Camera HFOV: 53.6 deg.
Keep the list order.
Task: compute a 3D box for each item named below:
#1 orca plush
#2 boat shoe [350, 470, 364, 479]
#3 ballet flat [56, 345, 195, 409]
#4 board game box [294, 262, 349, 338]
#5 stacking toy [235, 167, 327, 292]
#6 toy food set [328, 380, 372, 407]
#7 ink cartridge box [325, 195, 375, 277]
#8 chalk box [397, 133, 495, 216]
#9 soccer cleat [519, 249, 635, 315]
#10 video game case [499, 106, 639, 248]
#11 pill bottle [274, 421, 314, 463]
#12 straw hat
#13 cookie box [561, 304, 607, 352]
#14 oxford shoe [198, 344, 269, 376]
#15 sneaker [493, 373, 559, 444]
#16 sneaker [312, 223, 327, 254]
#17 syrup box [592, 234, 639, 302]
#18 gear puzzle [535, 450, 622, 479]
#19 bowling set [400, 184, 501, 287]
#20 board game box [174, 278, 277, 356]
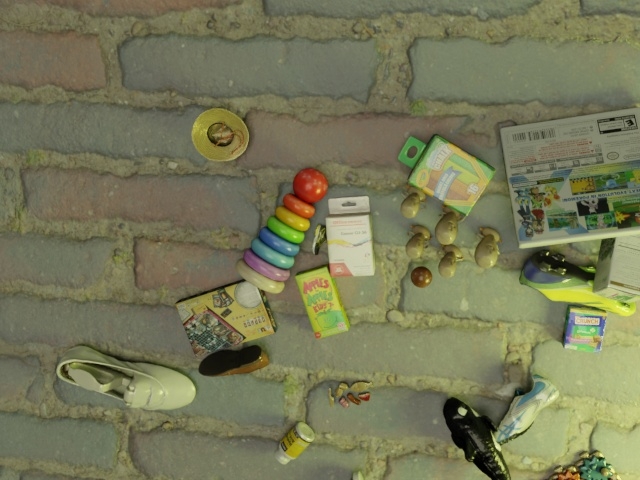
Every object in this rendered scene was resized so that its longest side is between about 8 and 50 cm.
[{"bbox_3d":[0.396,0.557,1.649,0.151,0.102,0.287,-20,92,44],"label":"orca plush"},{"bbox_3d":[0.100,0.753,1.777,0.070,0.078,0.220,-8,102,9],"label":"boat shoe"},{"bbox_3d":[-0.558,0.405,1.785,0.399,0.139,0.139,16,103,5],"label":"ballet flat"},{"bbox_3d":[0.005,0.162,1.691,0.092,0.043,0.182,-17,98,12],"label":"board game box"},{"bbox_3d":[-0.082,-0.034,1.633,0.141,0.141,0.330,31,98,2],"label":"stacking toy"},{"bbox_3d":[0.084,0.425,1.745,0.122,0.019,0.078,-5,101,2],"label":"toy food set"},{"bbox_3d":[0.076,-0.010,1.632,0.115,0.067,0.198,-4,100,10],"label":"ink cartridge box"},{"bbox_3d":[0.292,-0.174,1.532,0.213,0.132,0.132,30,104,2],"label":"chalk box"},{"bbox_3d":[0.635,0.119,1.574,0.289,0.093,0.121,23,134,-1],"label":"soccer cleat"},{"bbox_3d":[0.605,-0.146,1.474,0.328,0.036,0.300,-7,73,10],"label":"video game case"},{"bbox_3d":[-0.075,0.570,1.774,0.065,0.065,0.116,40,104,0],"label":"pill bottle"},{"bbox_3d":[-0.258,-0.275,1.636,0.144,0.061,0.145,-2,110,-6],"label":"straw hat"},{"bbox_3d":[0.665,0.223,1.599,0.091,0.040,0.107,6,102,9],"label":"cookie box"},{"bbox_3d":[-0.240,0.349,1.759,0.212,0.076,0.076,-12,139,21],"label":"oxford shoe"},{"bbox_3d":[0.521,0.448,1.657,0.086,0.085,0.237,48,115,33],"label":"sneaker"},{"bbox_3d":[0.000,0.000,1.665,0.035,0.031,0.083,12,103,6],"label":"sneaker"},{"bbox_3d":[0.715,0.018,1.478,0.096,0.093,0.237,14,78,6],"label":"syrup box"},{"bbox_3d":[0.648,0.709,1.697,0.338,0.044,0.175,-37,94,14],"label":"gear puzzle"},{"bbox_3d":[0.284,0.005,1.584,0.287,0.154,0.200,36,124,-1],"label":"bowling set"},{"bbox_3d":[-0.259,0.208,1.743,0.243,0.042,0.165,-18,98,12],"label":"board game box"}]
